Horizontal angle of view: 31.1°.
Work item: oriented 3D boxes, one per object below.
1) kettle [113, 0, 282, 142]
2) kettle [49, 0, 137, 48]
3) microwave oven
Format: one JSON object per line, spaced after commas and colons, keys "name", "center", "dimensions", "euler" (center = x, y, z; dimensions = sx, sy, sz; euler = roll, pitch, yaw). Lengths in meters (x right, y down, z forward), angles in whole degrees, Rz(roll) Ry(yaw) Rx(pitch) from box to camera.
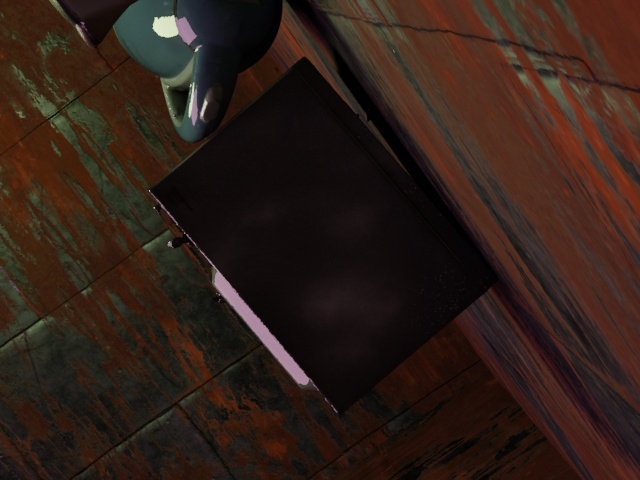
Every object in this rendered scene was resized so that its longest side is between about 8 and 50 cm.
{"name": "kettle", "center": [-0.171, -0.307, 1.695], "dimensions": [0.342, 0.247, 0.319], "euler": [-142, 57, -68]}
{"name": "kettle", "center": [-0.203, -0.360, 1.164], "dimensions": [0.240, 0.255, 0.165], "euler": [55, -177, -2]}
{"name": "microwave oven", "center": [0.000, 0.000, 1.761], "dimensions": [0.432, 0.374, 0.236], "euler": [50, 180, 2]}
